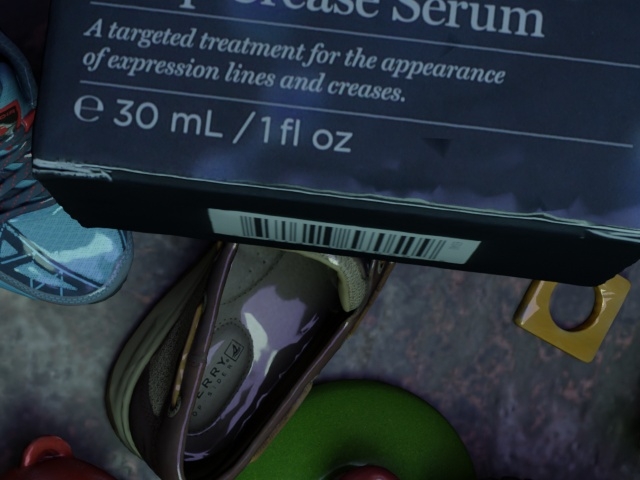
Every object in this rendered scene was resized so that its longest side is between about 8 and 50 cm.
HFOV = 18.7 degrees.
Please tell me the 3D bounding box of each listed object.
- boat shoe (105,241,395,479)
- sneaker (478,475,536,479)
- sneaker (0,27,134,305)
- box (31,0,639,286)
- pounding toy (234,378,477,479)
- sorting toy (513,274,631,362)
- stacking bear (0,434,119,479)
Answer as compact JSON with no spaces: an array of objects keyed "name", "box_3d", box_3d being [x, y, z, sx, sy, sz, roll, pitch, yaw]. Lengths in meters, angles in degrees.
[{"name":"boat shoe","box_3d":[0.000,0.000,1.133,0.123,0.123,0.342,36,90,-22]},{"name":"sneaker","box_3d":[0.173,0.249,1.206,0.343,0.134,0.146,27,94,-44]},{"name":"sneaker","box_3d":[-0.192,-0.058,1.059,0.104,0.125,0.262,-42,110,-9]},{"name":"box","box_3d":[0.034,-0.194,0.986,0.293,0.212,0.396,6,83,0]},{"name":"pounding toy","box_3d":[0.018,0.209,1.194,0.183,0.110,0.237,29,88,-22]},{"name":"sorting toy","box_3d":[0.231,-0.083,1.254,0.196,0.047,0.348,15,94,-22]},{"name":"stacking bear","box_3d":[-0.197,0.253,1.098,0.175,0.164,0.289,40,74,-23]}]
